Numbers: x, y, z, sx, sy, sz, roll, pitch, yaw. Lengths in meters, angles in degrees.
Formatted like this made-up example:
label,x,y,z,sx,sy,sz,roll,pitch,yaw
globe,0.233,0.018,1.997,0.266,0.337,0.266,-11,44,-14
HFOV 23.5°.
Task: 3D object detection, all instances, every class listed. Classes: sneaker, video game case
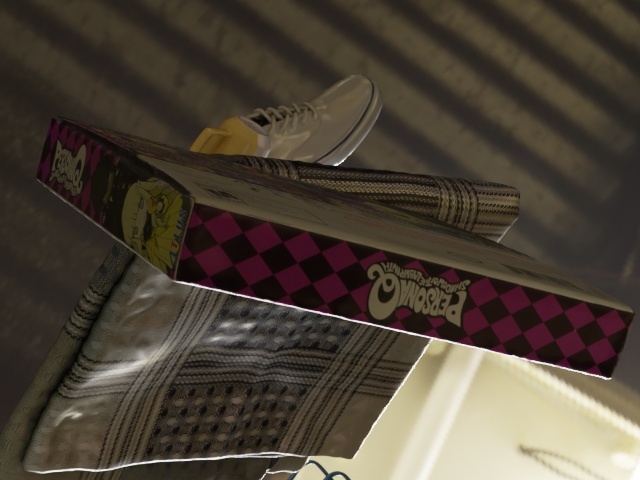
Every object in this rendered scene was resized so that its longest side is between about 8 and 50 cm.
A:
label,x,y,z,sx,sy,sz,roll,pitch,yaw
sneaker,-0.041,-0.119,1.809,0.258,0.091,0.094,-38,-130,-5
video game case,0.000,0.000,0.747,0.232,0.210,0.042,14,-83,-29

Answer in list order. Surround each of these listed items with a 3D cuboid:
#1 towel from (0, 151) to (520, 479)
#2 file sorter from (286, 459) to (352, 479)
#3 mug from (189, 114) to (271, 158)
label,x,y,z,sx,sy,sz,roll,pitch,yaw
towel,-0.044,0.075,1.093,0.312,0.324,0.056,3,-137,-42
file sorter,0.033,0.276,1.339,0.118,0.170,0.104,-51,-56,-20
mug,-0.077,-0.074,1.348,0.062,0.064,0.078,34,-167,1
